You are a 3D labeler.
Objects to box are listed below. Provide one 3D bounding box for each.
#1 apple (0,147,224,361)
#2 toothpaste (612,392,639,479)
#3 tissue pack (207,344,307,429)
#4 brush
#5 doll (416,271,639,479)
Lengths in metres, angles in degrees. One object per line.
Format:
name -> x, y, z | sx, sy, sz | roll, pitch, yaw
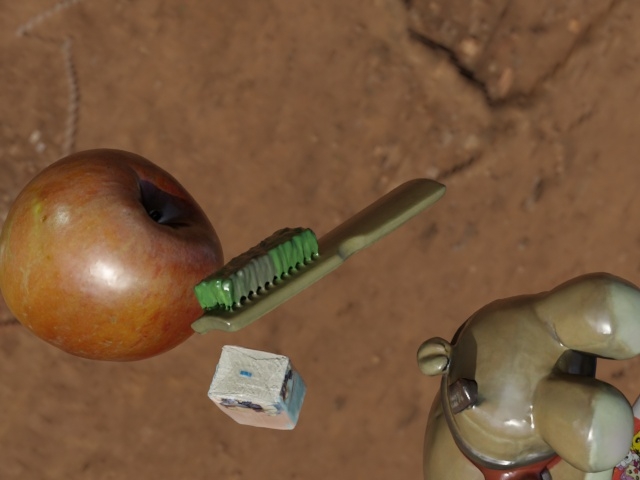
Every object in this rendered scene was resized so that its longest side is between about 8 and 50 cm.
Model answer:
apple -> -0.242, 0.027, 1.869 | 0.253, 0.253, 0.253 | -42, 150, -31
toothpaste -> 0.323, 0.160, 1.514 | 0.057, 0.089, 0.234 | -10, 130, -46
tissue pack -> -0.058, 0.141, 1.560 | 0.094, 0.074, 0.059 | 62, 38, -66
brush -> 0.000, 0.000, 1.363 | 0.282, 0.054, 0.048 | -31, 112, -41
doll -> 0.159, 0.149, 1.326 | 0.330, 0.174, 0.235 | 88, 10, -61
